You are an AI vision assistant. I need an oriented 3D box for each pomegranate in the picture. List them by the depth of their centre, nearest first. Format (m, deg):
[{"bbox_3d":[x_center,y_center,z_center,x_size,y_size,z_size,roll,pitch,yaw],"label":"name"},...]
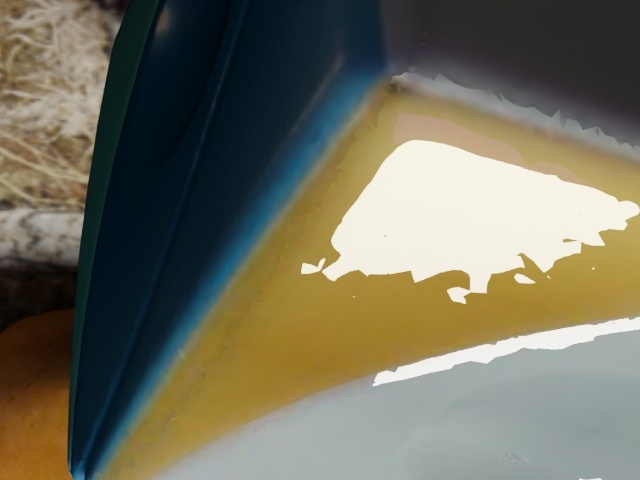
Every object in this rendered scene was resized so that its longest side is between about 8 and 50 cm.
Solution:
[{"bbox_3d":[-0.150,0.138,1.232,0.209,0.209,0.209,0,139,0],"label":"pomegranate"}]

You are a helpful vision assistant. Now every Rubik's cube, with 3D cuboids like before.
[{"bbox_3d":[0.096,-0.041,0.905,0.347,0.352,0.352,17,134,-19],"label":"Rubik's cube"}]
